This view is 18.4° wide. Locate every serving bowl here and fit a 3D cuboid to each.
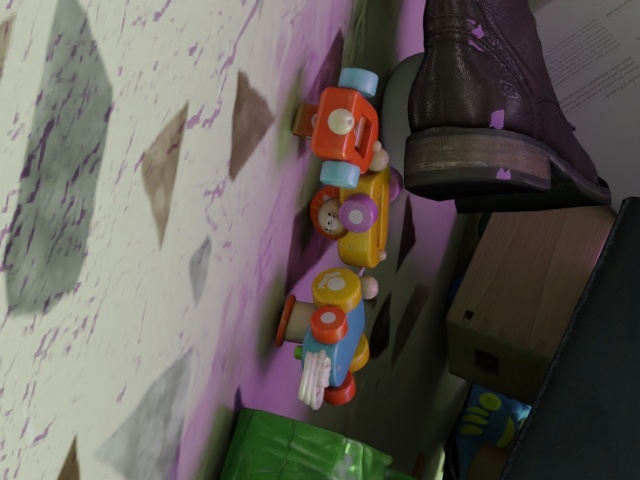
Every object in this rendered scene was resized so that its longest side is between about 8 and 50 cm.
[{"bbox_3d":[0.052,-0.066,1.129,0.083,0.027,0.083,-1,90,-72],"label":"serving bowl"}]

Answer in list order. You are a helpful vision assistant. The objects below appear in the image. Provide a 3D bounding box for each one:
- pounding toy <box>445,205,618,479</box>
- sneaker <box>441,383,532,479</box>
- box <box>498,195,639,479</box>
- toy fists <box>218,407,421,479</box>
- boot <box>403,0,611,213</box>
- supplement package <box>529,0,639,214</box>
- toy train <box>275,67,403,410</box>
[{"bbox_3d":[0.133,0.078,1.434,0.181,0.094,0.206,79,35,-69],"label":"pounding toy"},{"bbox_3d":[0.129,0.155,1.549,0.078,0.067,0.188,-60,173,22],"label":"sneaker"},{"bbox_3d":[0.224,0.275,1.251,0.480,0.297,0.472,-65,168,-6],"label":"box"},{"bbox_3d":[0.003,0.182,1.047,0.279,0.096,0.142,47,59,-73],"label":"toy fists"},{"bbox_3d":[0.103,-0.134,1.103,0.263,0.091,0.229,13,74,-72],"label":"boot"},{"bbox_3d":[0.256,-0.134,1.341,0.194,0.203,0.149,-33,-164,39],"label":"supplement package"},{"bbox_3d":[0.000,0.000,0.991,0.125,0.046,0.166,21,79,-73],"label":"toy train"}]
